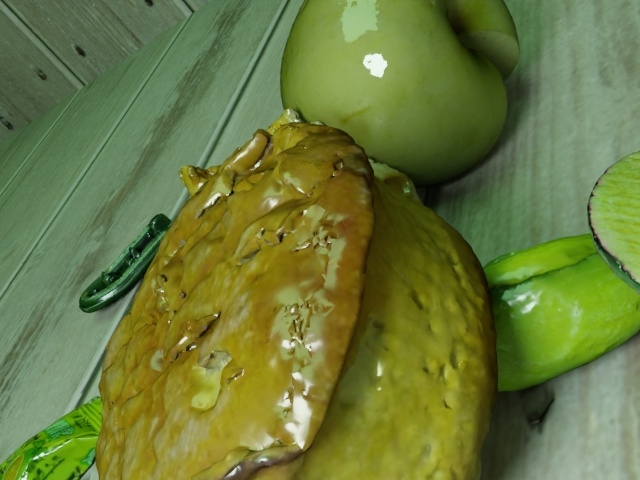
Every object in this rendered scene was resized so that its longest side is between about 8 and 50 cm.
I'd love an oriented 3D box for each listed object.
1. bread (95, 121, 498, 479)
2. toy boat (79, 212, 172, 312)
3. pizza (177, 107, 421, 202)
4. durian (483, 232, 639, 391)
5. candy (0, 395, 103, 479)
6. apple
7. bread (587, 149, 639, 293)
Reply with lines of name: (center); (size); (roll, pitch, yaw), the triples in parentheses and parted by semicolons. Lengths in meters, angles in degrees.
bread: (-0.039, 0.108, 0.631); (0.398, 0.215, 0.398); (-45, 32, 39)
toy boat: (-0.322, 0.043, 1.368); (0.210, 0.052, 0.104); (-48, 31, -14)
pizza: (-0.012, -0.034, 0.892); (0.365, 0.074, 0.182); (30, 108, 26)
durian: (0.168, 0.061, 0.669); (0.250, 0.101, 0.139); (-29, -3, 21)
candy: (-0.356, 0.295, 1.031); (0.246, 0.069, 0.149); (-50, 26, -17)
apple: (0.092, -0.202, 0.977); (0.254, 0.292, 0.292); (-21, 33, 42)
bread: (0.309, -0.010, 0.577); (0.228, 0.033, 0.228); (-10, 37, 7)
